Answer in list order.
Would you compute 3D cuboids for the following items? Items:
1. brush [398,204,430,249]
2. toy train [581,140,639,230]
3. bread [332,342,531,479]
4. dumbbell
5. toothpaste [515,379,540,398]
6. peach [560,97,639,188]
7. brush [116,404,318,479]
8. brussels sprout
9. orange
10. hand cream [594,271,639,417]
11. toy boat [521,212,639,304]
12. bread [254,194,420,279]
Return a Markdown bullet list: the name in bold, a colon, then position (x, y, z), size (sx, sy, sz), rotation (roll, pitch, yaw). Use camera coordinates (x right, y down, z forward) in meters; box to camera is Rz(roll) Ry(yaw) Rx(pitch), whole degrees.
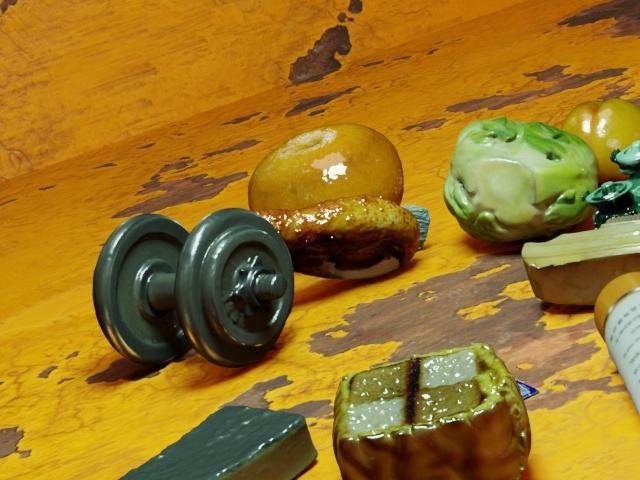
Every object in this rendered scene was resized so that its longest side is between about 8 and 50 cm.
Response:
- **brush**: position (0.050, -0.023, 2.345), size (0.196, 0.070, 0.021), rotation (7, 28, -13)
- **toy train**: position (0.420, -0.058, 2.141), size (0.154, 0.115, 0.269), rotation (-12, 13, 34)
- **bread**: position (0.102, 0.174, 1.642), size (0.181, 0.096, 0.222), rotation (-14, 13, 4)
- **dumbbell**: position (-0.154, 0.058, 2.128), size (0.290, 0.192, 0.192), rotation (-3, 19, 40)
- **toothpaste**: position (0.192, 0.148, 1.810), size (0.024, 0.015, 0.083), rotation (-21, 22, -25)
- **peach**: position (0.394, -0.133, 2.411), size (0.138, 0.138, 0.138), rotation (-14, 15, 4)
- **brush**: position (-0.105, 0.226, 1.722), size (0.123, 0.059, 0.197), rotation (0, 21, 40)
- **brussels sprout**: position (0.264, -0.076, 2.294), size (0.223, 0.161, 0.223), rotation (6, 25, -3)
- **orange**: position (0.011, -0.064, 2.446), size (0.224, 0.170, 0.224), rotation (-21, 24, 10)
- **hand cream**: position (0.341, 0.118, 1.637), size (0.139, 0.089, 0.314), rotation (-16, 19, 2)
- **toy boat**: position (0.375, 0.015, 1.953), size (0.310, 0.089, 0.115), rotation (-7, 31, 32)
- **bread**: position (0.005, -0.005, 2.265), size (0.268, 0.139, 0.095), rotation (0, 51, -14)
